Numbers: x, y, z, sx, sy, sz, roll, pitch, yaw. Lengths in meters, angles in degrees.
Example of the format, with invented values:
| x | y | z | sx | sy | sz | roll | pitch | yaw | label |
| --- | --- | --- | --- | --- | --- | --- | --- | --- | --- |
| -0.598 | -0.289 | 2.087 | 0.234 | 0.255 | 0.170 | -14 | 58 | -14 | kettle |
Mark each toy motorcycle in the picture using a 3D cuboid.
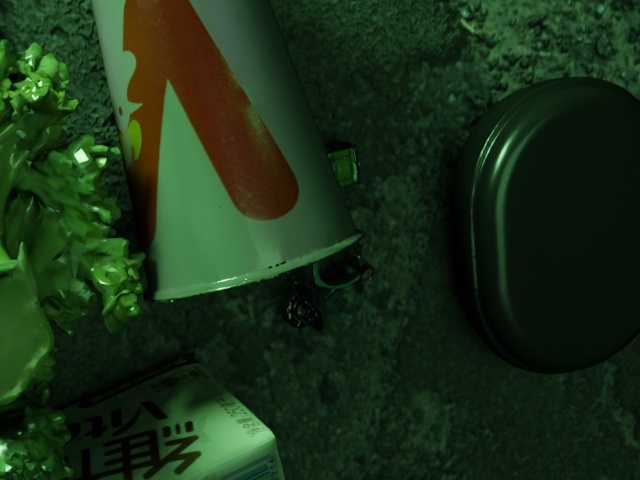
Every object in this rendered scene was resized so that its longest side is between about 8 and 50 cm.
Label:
| x | y | z | sx | sy | sz | roll | pitch | yaw | label |
| --- | --- | --- | --- | --- | --- | --- | --- | --- | --- |
| 0.000 | 0.000 | 1.332 | 0.100 | 0.058 | 0.173 | -16 | 108 | -29 | toy motorcycle |

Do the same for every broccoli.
| x | y | z | sx | sy | sz | roll | pitch | yaw | label |
| --- | --- | --- | --- | --- | --- | --- | --- | --- | --- |
| -0.286 | 0.046 | 1.083 | 0.338 | 0.317 | 0.277 | -40 | 125 | 17 | broccoli |

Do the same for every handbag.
| x | y | z | sx | sy | sz | roll | pitch | yaw | label |
| --- | --- | --- | --- | --- | --- | --- | --- | --- | --- |
| 0.249 | -0.015 | 1.434 | 0.253 | 0.093 | 0.308 | -13 | 108 | -25 | handbag |

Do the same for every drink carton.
| x | y | z | sx | sy | sz | roll | pitch | yaw | label |
| --- | --- | --- | --- | --- | --- | --- | --- | --- | --- |
| -0.198 | 0.237 | 1.206 | 0.324 | 0.194 | 0.132 | -23 | 116 | -21 | drink carton |

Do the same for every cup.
| x | y | z | sx | sy | sz | roll | pitch | yaw | label |
| --- | --- | --- | --- | --- | --- | --- | --- | --- | --- |
| -0.095 | -0.111 | 1.177 | 0.203 | 0.203 | 0.288 | -18 | 97 | -22 | cup |
